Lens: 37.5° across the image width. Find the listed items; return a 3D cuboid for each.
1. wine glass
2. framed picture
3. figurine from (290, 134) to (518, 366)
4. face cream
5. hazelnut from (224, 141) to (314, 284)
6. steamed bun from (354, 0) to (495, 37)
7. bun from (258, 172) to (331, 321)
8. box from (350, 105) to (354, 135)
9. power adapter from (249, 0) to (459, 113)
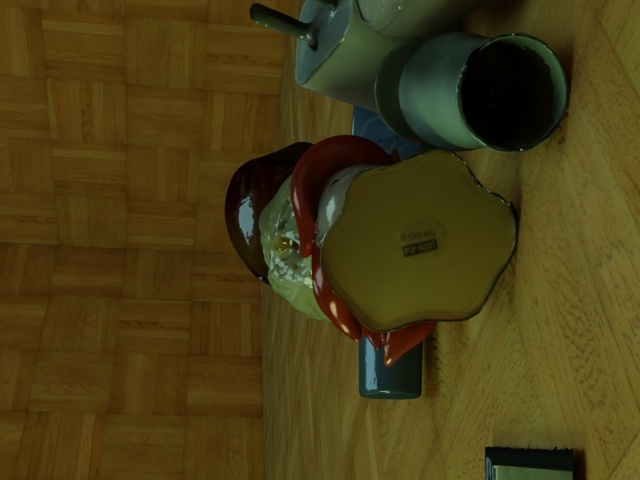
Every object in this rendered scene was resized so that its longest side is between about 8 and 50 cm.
[{"bbox_3d":[0.120,-0.126,0.791,0.231,0.103,0.103,-141,55,-77],"label":"wine glass"},{"bbox_3d":[0.156,0.253,0.705,0.195,0.010,0.199,126,146,-76],"label":"framed picture"},{"bbox_3d":[0.060,0.004,0.894,0.181,0.208,0.257,-51,11,0],"label":"figurine"},{"bbox_3d":[0.081,-0.016,1.069,0.135,0.086,0.385,-13,70,45],"label":"face cream"},{"bbox_3d":[-0.024,-0.035,1.388,0.218,0.234,0.218,18,113,52],"label":"hazelnut"},{"bbox_3d":[0.106,-0.274,0.835,0.228,0.131,0.177,157,111,-78],"label":"steamed bun"},{"bbox_3d":[0.000,0.000,1.195,0.220,0.134,0.220,4,97,40],"label":"bun"},{"bbox_3d":[0.080,-0.178,1.238,0.089,0.062,0.122,-121,36,-76],"label":"box"},{"bbox_3d":[0.029,-0.226,0.995,0.130,0.205,0.125,-37,43,52],"label":"power adapter"}]
